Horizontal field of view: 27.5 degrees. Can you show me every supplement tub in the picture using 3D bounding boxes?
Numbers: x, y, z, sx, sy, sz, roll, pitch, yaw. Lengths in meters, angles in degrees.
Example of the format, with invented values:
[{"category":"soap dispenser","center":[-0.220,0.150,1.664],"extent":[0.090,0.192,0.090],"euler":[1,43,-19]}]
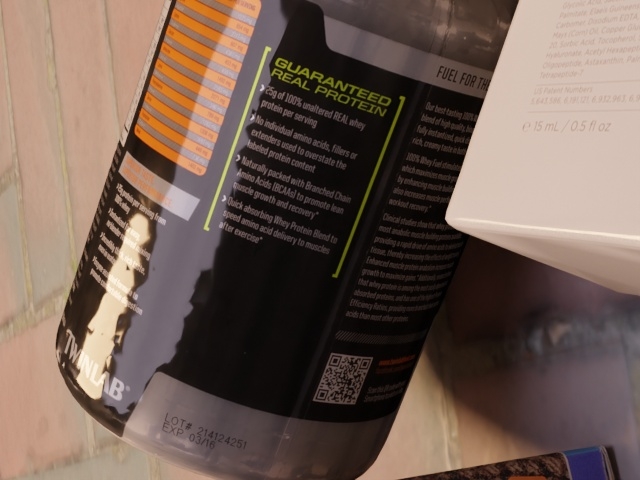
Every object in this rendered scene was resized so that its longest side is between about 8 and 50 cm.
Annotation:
[{"category":"supplement tub","center":[-0.007,-0.046,0.689],"extent":[0.193,0.194,0.316],"euler":[41,114,53]}]

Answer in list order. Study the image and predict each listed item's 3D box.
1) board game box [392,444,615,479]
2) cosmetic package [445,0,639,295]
[{"category":"board game box","center":[-0.021,0.206,0.664],"extent":[0.232,0.291,0.141],"euler":[-30,67,57]},{"category":"cosmetic package","center":[0.213,-0.111,0.334],"extent":[0.377,0.097,0.284],"euler":[10,82,60]}]
